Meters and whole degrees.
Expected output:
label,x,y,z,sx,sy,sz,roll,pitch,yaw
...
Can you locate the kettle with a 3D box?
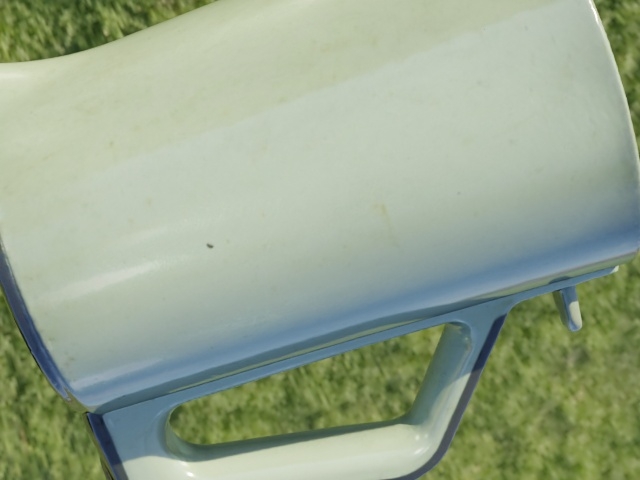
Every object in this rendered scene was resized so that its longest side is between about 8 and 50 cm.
label,x,y,z,sx,sy,sz,roll,pitch,yaw
kettle,0.000,0.000,0.858,0.376,0.250,0.361,-18,113,-1
